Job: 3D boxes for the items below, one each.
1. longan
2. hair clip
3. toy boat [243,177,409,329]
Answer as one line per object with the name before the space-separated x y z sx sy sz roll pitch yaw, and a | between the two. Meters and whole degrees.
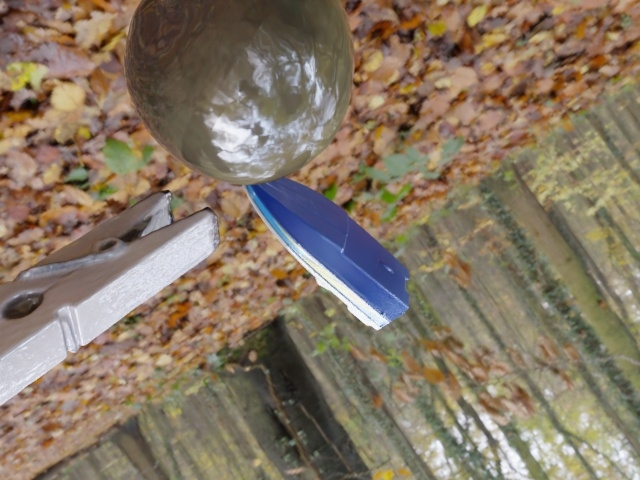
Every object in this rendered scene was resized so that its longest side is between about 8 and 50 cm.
longan | -0.090 -0.211 0.836 0.297 0.297 0.297 -34 176 -3
hair clip | -0.255 0.052 0.771 0.331 0.101 0.085 -42 152 -40
toy boat | 0.000 0.000 0.990 0.088 0.295 0.129 -37 -155 29
